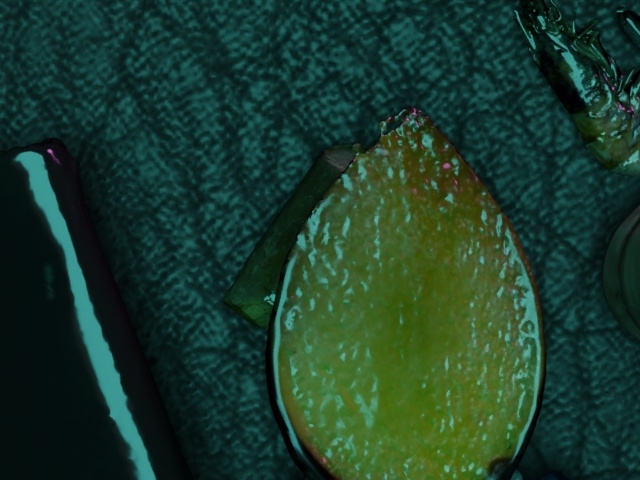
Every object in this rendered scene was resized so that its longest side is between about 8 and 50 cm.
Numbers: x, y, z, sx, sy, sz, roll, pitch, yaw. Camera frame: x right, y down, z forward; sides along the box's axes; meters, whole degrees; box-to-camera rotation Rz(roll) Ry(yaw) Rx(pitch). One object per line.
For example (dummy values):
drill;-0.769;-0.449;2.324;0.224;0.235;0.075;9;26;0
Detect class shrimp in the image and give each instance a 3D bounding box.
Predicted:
shrimp;0.191;-0.120;1.248;0.091;0.034;0.161;-40;100;-6

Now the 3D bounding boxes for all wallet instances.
wallet;-0.193;0.152;1.242;0.228;0.062;0.406;-19;94;25

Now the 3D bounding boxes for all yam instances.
yam;0.000;0.000;1.246;0.070;0.070;0.146;33;95;-2

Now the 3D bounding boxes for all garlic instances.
garlic;0.263;0.045;1.225;0.131;0.127;0.194;0;119;43

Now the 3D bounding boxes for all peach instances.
peach;0.049;0.054;1.212;0.189;0.068;0.279;1;91;-21

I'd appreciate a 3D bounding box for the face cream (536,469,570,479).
face cream;0.067;0.296;1.245;0.336;0.080;0.163;-49;131;7

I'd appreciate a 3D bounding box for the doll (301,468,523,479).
doll;0.028;0.197;1.265;0.227;0.075;0.102;-9;106;-9
